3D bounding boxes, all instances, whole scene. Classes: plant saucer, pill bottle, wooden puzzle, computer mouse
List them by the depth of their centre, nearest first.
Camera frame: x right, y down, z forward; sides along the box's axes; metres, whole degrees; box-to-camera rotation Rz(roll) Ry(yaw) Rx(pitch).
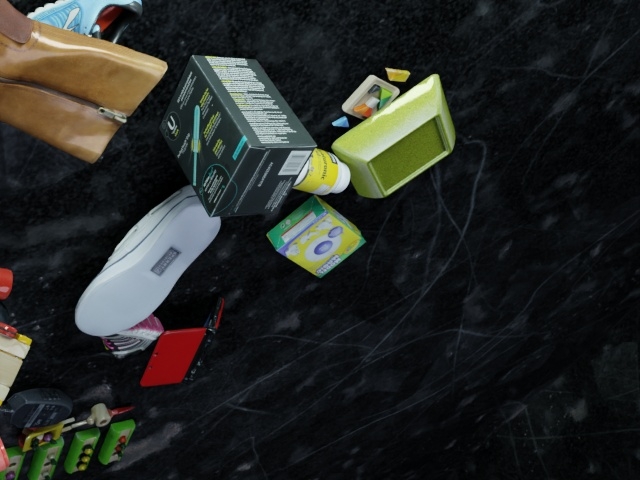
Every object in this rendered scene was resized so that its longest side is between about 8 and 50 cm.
[{"bbox_3d":[0.074,-0.201,1.380,0.078,0.014,0.116,8,131,-48],"label":"wooden puzzle"},{"bbox_3d":[-0.011,-0.101,1.393,0.065,0.065,0.116,-48,147,23],"label":"pill bottle"},{"bbox_3d":[0.126,-0.142,1.469,0.188,0.045,0.188,-34,153,1],"label":"plant saucer"},{"bbox_3d":[-0.491,0.248,1.475,0.242,0.041,0.071,14,127,-44],"label":"computer mouse"}]

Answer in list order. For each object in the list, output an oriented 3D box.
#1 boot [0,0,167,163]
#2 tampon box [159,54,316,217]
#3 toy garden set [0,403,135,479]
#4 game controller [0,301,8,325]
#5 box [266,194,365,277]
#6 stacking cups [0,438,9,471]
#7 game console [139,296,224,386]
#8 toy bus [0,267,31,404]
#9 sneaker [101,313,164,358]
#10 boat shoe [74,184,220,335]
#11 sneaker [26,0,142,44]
[{"bbox_3d":[-0.269,-0.200,0.901,0.280,0.096,0.264,20,124,-33],"label":"boot"},{"bbox_3d":[-0.104,-0.127,1.173,0.101,0.161,0.120,-4,140,-40],"label":"tampon box"},{"bbox_3d":[-0.428,0.357,1.666,0.244,0.049,0.204,-8,141,-36],"label":"toy garden set"},{"bbox_3d":[-0.540,0.106,1.210,0.166,0.067,0.319,-51,148,2],"label":"game controller"},{"bbox_3d":[0.000,0.000,1.569,0.105,0.043,0.179,-39,151,11],"label":"box"},{"bbox_3d":[-0.641,0.383,1.475,0.316,0.096,0.096,-19,147,-29],"label":"stacking cups"},{"bbox_3d":[-0.225,0.164,1.570,0.085,0.124,0.144,21,129,-10],"label":"game console"},{"bbox_3d":[-0.458,0.122,1.160,0.190,0.104,0.202,-22,105,-35],"label":"toy bus"},{"bbox_3d":[-0.311,0.142,1.455,0.075,0.063,0.170,-48,152,13],"label":"sneaker"},{"bbox_3d":[-0.240,0.027,1.337,0.258,0.084,0.095,-40,125,8],"label":"boat shoe"},{"bbox_3d":[-0.252,-0.214,0.997,0.162,0.073,0.063,-38,149,8],"label":"sneaker"}]
